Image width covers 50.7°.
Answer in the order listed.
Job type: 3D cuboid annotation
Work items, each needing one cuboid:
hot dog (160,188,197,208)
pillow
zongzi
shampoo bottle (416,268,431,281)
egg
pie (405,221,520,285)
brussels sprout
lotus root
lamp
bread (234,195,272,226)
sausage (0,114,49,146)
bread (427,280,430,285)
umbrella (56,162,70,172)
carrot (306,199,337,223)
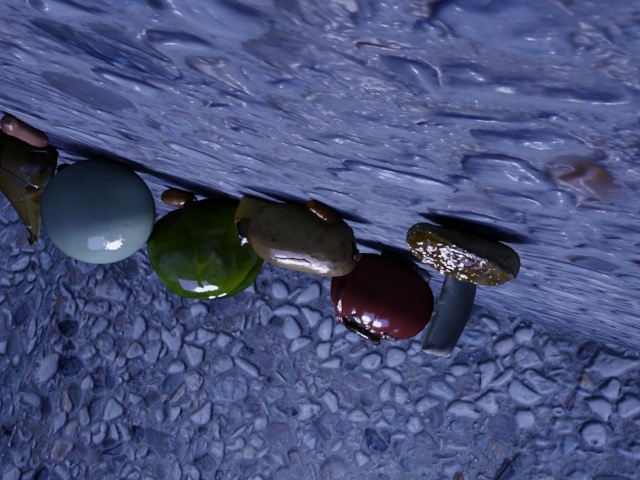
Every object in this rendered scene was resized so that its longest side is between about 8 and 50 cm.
[{"bbox_3d":[-0.422,-0.120,2.048,0.140,0.060,0.090,11,178,25],"label":"hot dog"},{"bbox_3d":[0.356,0.199,1.871,0.144,0.253,0.078,27,173,-42],"label":"pillow"},{"bbox_3d":[-0.886,-0.156,1.882,0.260,0.289,0.123,17,-171,-12],"label":"zongzi"},{"bbox_3d":[0.289,0.099,2.221,0.165,0.040,0.080,19,177,-41],"label":"shampoo bottle"},{"bbox_3d":[-0.584,-0.076,1.777,0.276,0.275,0.389,20,171,-35],"label":"egg"},{"bbox_3d":[0.236,0.017,1.120,0.194,0.078,0.163,17,172,24],"label":"pie"},{"bbox_3d":[-0.301,0.019,1.886,0.290,0.281,0.354,-19,-167,16],"label":"brussels sprout"},{"bbox_3d":[-0.048,-0.005,1.483,0.284,0.146,0.160,9,149,10],"label":"lotus root"},{"bbox_3d":[0.174,0.160,1.926,0.303,0.256,0.303,27,174,3],"label":"lamp"},{"bbox_3d":[-0.087,-0.036,1.622,0.246,0.094,0.102,17,170,6],"label":"bread"},{"bbox_3d":[-0.671,-0.245,1.525,0.043,0.043,0.186,17,176,5],"label":"sausage"},{"bbox_3d":[0.296,0.152,2.452,0.199,0.104,0.199,16,178,1],"label":"bread"},{"bbox_3d":[-0.680,-0.170,2.094,0.337,0.128,0.154,21,164,41],"label":"umbrella"},{"bbox_3d":[0.004,-0.058,1.373,0.032,0.032,0.093,14,170,35],"label":"carrot"}]
